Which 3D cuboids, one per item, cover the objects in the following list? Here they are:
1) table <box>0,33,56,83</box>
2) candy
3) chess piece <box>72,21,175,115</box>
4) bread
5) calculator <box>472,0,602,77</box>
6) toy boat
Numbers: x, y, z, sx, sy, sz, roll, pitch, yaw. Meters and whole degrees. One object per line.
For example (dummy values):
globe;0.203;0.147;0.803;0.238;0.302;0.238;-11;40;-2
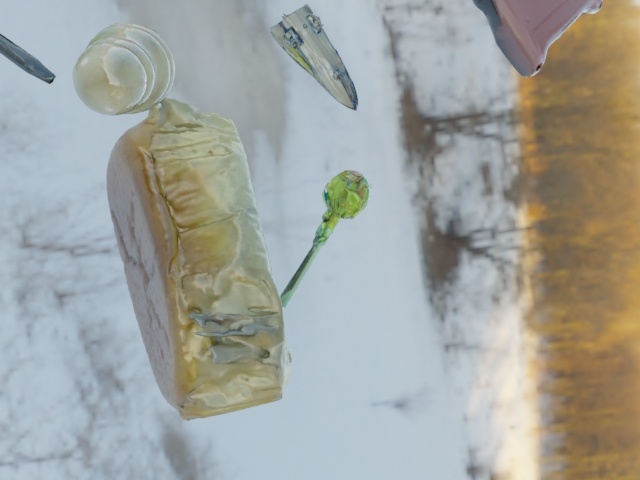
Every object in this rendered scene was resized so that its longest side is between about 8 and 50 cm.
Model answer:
table;-0.336;-0.355;1.496;0.317;0.249;0.317;22;90;-82
candy;-0.001;0.000;2.368;0.262;0.073;0.077;-58;-166;10
chess piece;-0.192;-0.161;1.379;0.170;0.094;0.094;-101;180;-79
bread;-0.151;0.031;1.721;0.236;0.183;0.388;87;-11;-61
calculator;0.263;-0.388;1.849;0.220;0.048;0.329;-45;122;-23
toy boat;0.001;-0.308;2.435;0.210;0.084;0.066;55;-18;-4
